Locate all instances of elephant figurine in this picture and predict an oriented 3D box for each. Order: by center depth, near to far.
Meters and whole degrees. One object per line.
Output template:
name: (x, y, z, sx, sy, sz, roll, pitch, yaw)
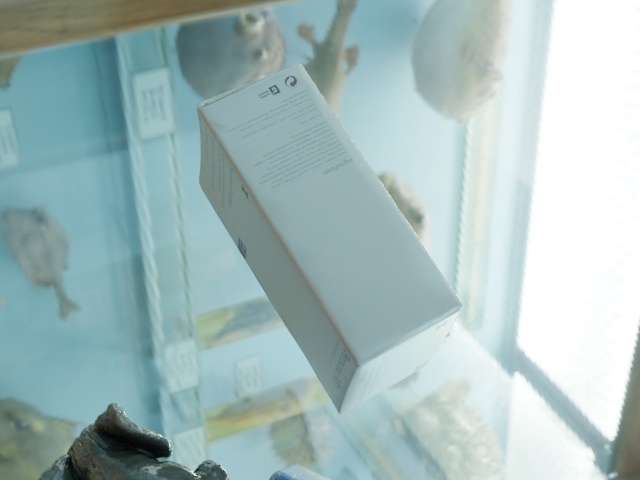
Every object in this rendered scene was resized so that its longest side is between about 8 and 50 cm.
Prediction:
elephant figurine: (-0.237, 0.270, 1.287, 0.239, 0.169, 0.186, 37, -47, 26)

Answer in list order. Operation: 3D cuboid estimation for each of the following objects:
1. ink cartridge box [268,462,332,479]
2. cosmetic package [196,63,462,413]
ink cartridge box: (0.049, 0.359, 1.186, 0.270, 0.151, 0.395, 26, -10, 5)
cosmetic package: (0.000, 0.000, 1.412, 0.385, 0.156, 0.217, 58, -17, 20)
